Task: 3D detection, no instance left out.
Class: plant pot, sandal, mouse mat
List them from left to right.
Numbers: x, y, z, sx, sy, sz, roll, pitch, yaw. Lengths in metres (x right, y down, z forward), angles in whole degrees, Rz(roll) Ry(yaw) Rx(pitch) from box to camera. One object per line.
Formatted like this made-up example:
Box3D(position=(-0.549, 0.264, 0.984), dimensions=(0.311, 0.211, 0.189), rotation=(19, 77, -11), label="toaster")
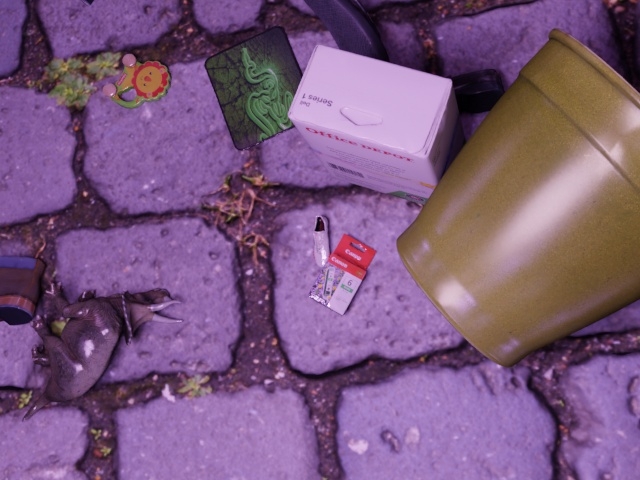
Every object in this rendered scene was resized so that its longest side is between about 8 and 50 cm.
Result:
Box3D(position=(-0.103, -0.259, 1.517), dimensions=(0.152, 0.007, 0.189), rotation=(-24, 73, 7), label="mouse mat")
Box3D(position=(0.046, -0.366, 1.467), dimensions=(0.054, 0.097, 0.254), rotation=(-25, 71, -22), label="sandal")
Box3D(position=(0.302, -0.027, 1.206), dimensions=(0.353, 0.366, 0.366), rotation=(-43, 71, 12), label="plant pot")

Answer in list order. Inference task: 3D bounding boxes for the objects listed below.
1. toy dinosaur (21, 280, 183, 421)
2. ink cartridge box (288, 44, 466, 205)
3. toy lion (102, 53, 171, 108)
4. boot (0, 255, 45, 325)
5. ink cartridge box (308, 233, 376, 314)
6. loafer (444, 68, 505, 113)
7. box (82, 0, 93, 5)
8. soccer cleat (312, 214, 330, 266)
Box3D(position=(-0.381, 0.168, 1.421), dimensions=(0.160, 0.121, 0.313), rotation=(36, 82, 32), label="toy dinosaur")
Box3D(position=(0.093, -0.155, 1.301), dimensions=(0.201, 0.278, 0.117), rotation=(18, 82, 17), label="ink cartridge box")
Box3D(position=(-0.312, -0.271, 1.559), dimensions=(0.096, 0.034, 0.100), rotation=(32, 86, 11), label="toy lion")
Box3D(position=(-0.564, 0.085, 1.521), dimensions=(0.219, 0.082, 0.106), rotation=(-1, 55, 18), label="boot")
Box3D(position=(0.035, 0.051, 1.388), dimensions=(0.063, 0.029, 0.115), rotation=(29, 85, 3), label="ink cartridge box")
Box3D(position=(0.203, -0.230, 1.416), dimensions=(0.170, 0.062, 0.061), rotation=(-5, 53, 9), label="loafer")
Box3D(position=(-0.421, -0.557, 1.613), dimensions=(0.153, 0.108, 0.207), rotation=(38, 87, 18), label="box")
Box3D(position=(0.000, 0.000, 1.413), dimensions=(0.029, 0.035, 0.083), rotation=(-2, 76, 13), label="soccer cleat")
